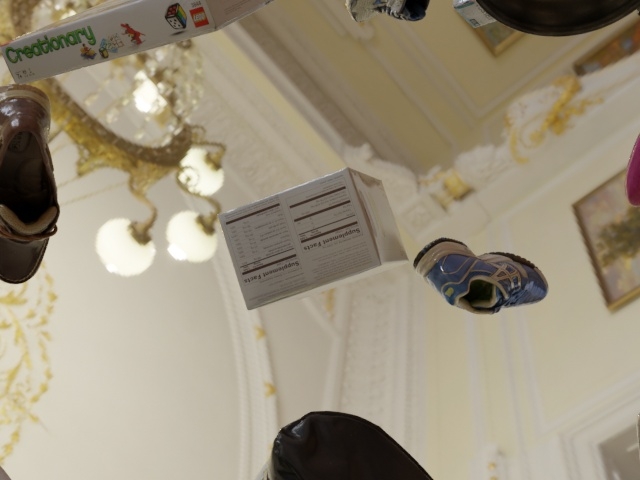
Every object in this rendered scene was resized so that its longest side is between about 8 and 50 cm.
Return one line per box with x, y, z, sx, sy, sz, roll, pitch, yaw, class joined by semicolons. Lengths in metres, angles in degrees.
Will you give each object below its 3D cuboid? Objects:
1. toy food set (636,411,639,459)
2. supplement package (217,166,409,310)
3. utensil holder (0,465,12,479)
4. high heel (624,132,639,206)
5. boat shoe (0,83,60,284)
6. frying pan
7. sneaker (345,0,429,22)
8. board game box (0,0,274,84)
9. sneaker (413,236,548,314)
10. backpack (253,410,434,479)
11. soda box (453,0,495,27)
0.277;0.302;0.682;0.306;0.092;0.220;-64;-37;-62;toy food set
0.000;0.000;1.375;0.262;0.203;0.145;-1;-108;-76;supplement package
-0.445;0.352;0.706;0.327;0.385;0.328;32;-154;-17;utensil holder
0.445;-0.117;1.049;0.082;0.244;0.117;14;-149;-31;high heel
-0.434;-0.051;1.318;0.123;0.342;0.123;-1;-139;-27;boat shoe
0.289;-0.262;0.847;0.326;0.197;0.053;11;-131;-6;frying pan
0.072;-0.234;0.885;0.052;0.135;0.058;-17;-93;-34;sneaker
-0.184;-0.252;1.022;0.193;0.305;0.053;-45;-59;-49;board game box
0.207;0.060;1.131;0.211;0.080;0.081;10;-144;-35;sneaker
0.027;0.376;1.131;0.290;0.356;0.273;48;-137;15;backpack
0.230;-0.392;1.275;0.058;0.062;0.183;30;-120;-43;soda box
